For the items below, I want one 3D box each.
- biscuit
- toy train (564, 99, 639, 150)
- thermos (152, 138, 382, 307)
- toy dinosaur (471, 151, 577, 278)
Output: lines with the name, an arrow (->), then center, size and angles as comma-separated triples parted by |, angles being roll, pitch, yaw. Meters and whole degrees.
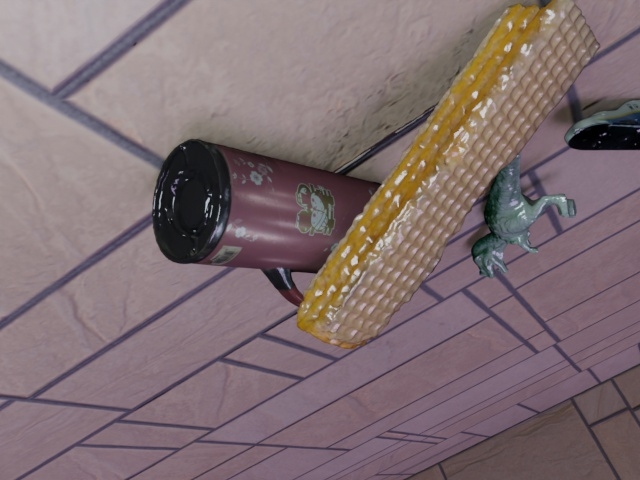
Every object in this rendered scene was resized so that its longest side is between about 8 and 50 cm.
biscuit -> 0.112, -0.055, 0.610 | 0.094, 0.054, 0.379 | 27, 101, -47
toy train -> 0.387, -0.144, 0.805 | 0.233, 0.051, 0.052 | -4, 146, -26
thermos -> 0.004, -0.007, 0.663 | 0.330, 0.136, 0.109 | 7, 143, -44
toy dinosaur -> 0.285, -0.060, 0.838 | 0.129, 0.076, 0.383 | 2, 143, 3
